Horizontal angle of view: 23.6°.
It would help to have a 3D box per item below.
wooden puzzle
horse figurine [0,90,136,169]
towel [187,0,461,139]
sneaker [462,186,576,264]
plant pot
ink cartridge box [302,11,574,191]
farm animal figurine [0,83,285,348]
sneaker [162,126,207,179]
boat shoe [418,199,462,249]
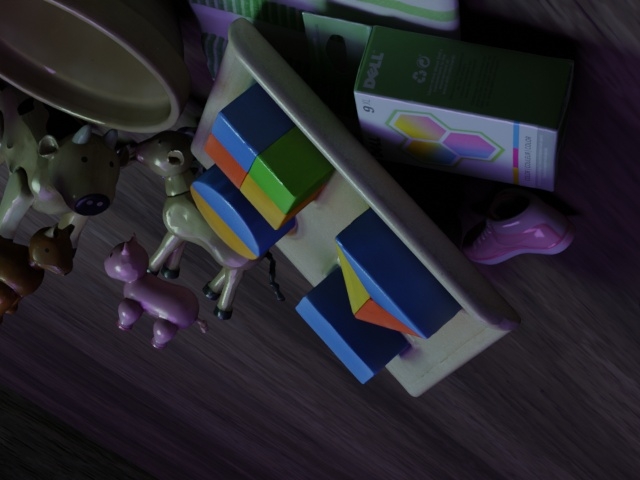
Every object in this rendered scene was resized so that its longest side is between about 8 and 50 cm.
[{"bbox_3d":[0.000,0.000,1.310,0.322,0.080,0.348,47,165,4],"label":"wooden puzzle"},{"bbox_3d":[-0.336,-0.125,1.717,0.263,0.066,0.174,25,171,-16],"label":"horse figurine"},{"bbox_3d":[0.000,-0.173,1.221,0.248,0.038,0.325,18,159,16],"label":"towel"},{"bbox_3d":[0.167,-0.017,1.415,0.070,0.051,0.134,37,155,-28],"label":"sneaker"},{"bbox_3d":[-0.204,-0.197,1.291,0.237,0.110,0.237,23,161,8],"label":"plant pot"},{"bbox_3d":[0.083,-0.104,1.162,0.209,0.062,0.109,12,159,11],"label":"ink cartridge box"},{"bbox_3d":[-0.223,-0.055,1.469,0.330,0.172,0.327,-2,-142,-46],"label":"farm animal figurine"},{"bbox_3d":[-0.148,-0.077,1.628,0.071,0.068,0.170,30,162,8],"label":"sneaker"},{"bbox_3d":[0.086,0.041,1.586,0.096,0.117,0.324,-5,159,-2],"label":"boat shoe"}]
